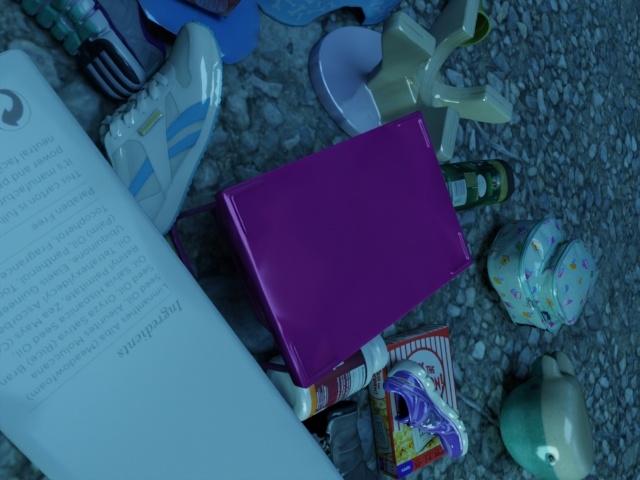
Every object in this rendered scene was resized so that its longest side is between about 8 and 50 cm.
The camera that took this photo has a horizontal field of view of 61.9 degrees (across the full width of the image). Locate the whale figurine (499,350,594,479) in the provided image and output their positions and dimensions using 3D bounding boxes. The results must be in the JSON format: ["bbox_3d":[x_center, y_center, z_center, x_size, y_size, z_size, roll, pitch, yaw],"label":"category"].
[{"bbox_3d":[0.410,0.309,0.974,0.272,0.141,0.216,-39,111,-58],"label":"whale figurine"}]

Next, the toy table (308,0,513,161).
[{"bbox_3d":[0.138,-0.224,0.774,0.274,0.160,0.252,8,82,-37],"label":"toy table"}]

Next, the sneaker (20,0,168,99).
[{"bbox_3d":[-0.250,-0.260,0.555,0.224,0.083,0.098,57,38,-24],"label":"sneaker"}]

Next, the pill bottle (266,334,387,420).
[{"bbox_3d":[0.012,0.166,0.697,0.152,0.086,0.086,-17,97,-37],"label":"pill bottle"}]

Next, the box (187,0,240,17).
[{"bbox_3d":[-0.131,-0.428,0.573,0.154,0.142,0.300,12,69,-34],"label":"box"}]

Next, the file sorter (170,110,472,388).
[{"bbox_3d":[0.000,0.000,0.640,0.290,0.182,0.202,-28,102,-35],"label":"file sorter"}]

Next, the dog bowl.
[{"bbox_3d":[0.023,-0.399,0.754,0.297,0.074,0.166,-17,97,-35],"label":"dog bowl"}]

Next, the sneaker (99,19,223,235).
[{"bbox_3d":[-0.169,-0.116,0.545,0.092,0.087,0.229,15,103,-33],"label":"sneaker"}]

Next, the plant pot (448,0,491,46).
[{"bbox_3d":[0.252,-0.397,0.927,0.083,0.083,0.079,23,62,-33],"label":"plant pot"}]

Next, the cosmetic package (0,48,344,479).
[{"bbox_3d":[-0.192,0.105,0.464,0.161,0.230,0.453,-44,111,-30],"label":"cosmetic package"}]

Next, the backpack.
[{"bbox_3d":[0.393,0.053,0.954,0.188,0.144,0.166,48,67,-20],"label":"backpack"}]

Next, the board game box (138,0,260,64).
[{"bbox_3d":[-0.150,-0.281,0.634,0.168,0.033,0.133,21,65,-36],"label":"board game box"}]

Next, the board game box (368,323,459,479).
[{"bbox_3d":[0.143,0.238,0.813,0.146,0.045,0.194,-9,92,-37],"label":"board game box"}]

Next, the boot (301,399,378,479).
[{"bbox_3d":[-0.048,0.359,0.637,0.338,0.118,0.223,-32,103,-45],"label":"boot"}]

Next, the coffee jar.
[{"bbox_3d":[0.231,-0.089,0.871,0.184,0.096,0.079,-11,96,-37],"label":"coffee jar"}]

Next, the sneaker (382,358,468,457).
[{"bbox_3d":[0.144,0.246,0.756,0.071,0.068,0.170,-40,101,-15],"label":"sneaker"}]
